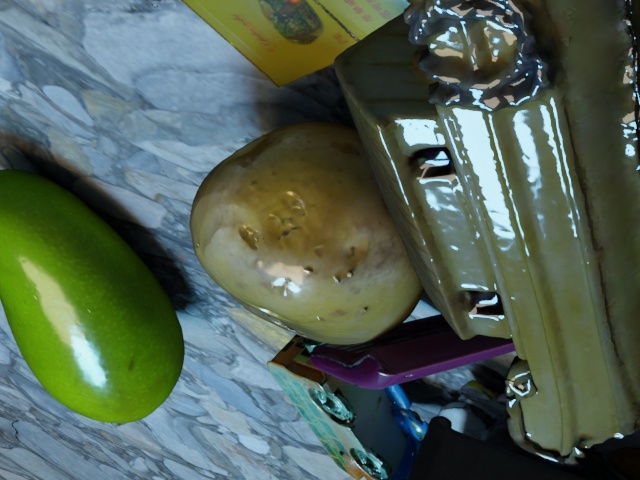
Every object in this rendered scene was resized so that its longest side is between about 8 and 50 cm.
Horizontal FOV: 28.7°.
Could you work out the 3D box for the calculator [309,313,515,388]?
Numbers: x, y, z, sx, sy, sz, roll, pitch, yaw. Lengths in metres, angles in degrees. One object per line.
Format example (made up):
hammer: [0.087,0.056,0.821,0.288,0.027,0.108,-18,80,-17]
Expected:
calculator: [0.072,0.077,0.895,0.190,0.126,0.034,168,87,-74]

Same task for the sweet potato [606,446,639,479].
sweet potato: [0.290,0.164,0.932,0.078,0.058,0.255,43,159,7]

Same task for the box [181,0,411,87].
box: [-0.010,-0.137,0.709,0.087,0.023,0.155,37,154,-24]

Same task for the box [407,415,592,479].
box: [0.160,0.331,1.089,0.204,0.251,0.345,20,167,16]

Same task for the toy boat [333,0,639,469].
toy boat: [0.100,-0.049,0.649,0.162,0.136,0.445,7,144,25]

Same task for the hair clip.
hair clip: [0.161,0.170,1.086,0.116,0.049,0.172,32,160,3]

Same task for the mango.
mango: [-0.228,0.054,1.173,0.175,0.143,0.293,14,142,42]

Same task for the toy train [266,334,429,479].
toy train: [0.030,0.143,1.115,0.099,0.072,0.188,18,147,53]

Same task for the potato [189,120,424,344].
potato: [0.000,0.000,0.825,0.150,0.146,0.234,53,176,8]
